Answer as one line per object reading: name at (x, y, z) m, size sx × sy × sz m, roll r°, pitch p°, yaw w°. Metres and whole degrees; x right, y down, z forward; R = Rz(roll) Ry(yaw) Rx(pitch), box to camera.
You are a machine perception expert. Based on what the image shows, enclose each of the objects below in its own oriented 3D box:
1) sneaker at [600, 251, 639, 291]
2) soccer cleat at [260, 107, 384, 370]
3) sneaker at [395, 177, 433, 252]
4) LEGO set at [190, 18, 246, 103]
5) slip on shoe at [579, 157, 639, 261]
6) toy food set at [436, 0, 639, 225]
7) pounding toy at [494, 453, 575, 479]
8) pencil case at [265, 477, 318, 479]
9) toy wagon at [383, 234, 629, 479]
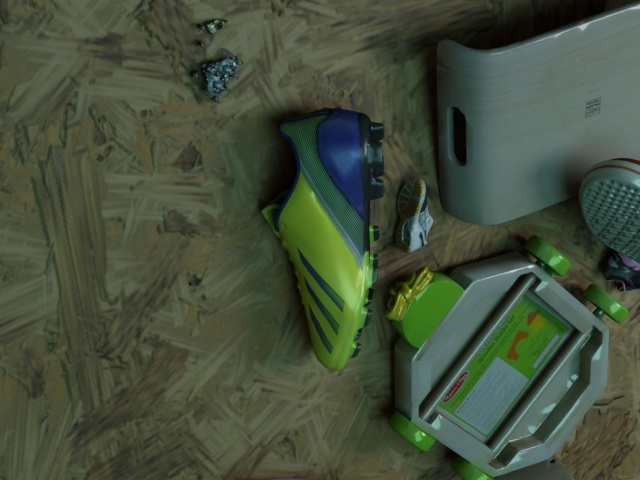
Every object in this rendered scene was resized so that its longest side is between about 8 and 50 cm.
sneaker at (0.372, 0.040, 1.851) m, size 0.119 × 0.047 × 0.057 m, roll 22°, pitch 122°, yaw -35°
soccer cleat at (0.000, -0.001, 1.601) m, size 0.121 × 0.093 × 0.289 m, roll 3°, pitch 119°, yaw 2°
sneaker at (0.101, -0.029, 1.668) m, size 0.037 × 0.032 × 0.083 m, roll -14°, pitch 124°, yaw -39°
LEGO set at (-0.096, -0.165, 1.491) m, size 0.054 × 0.023 × 0.083 m, roll -31°, pitch 124°, yaw -14°
slip on shoe at (0.380, -0.036, 1.741) m, size 0.331 × 0.123 × 0.101 m, roll 23°, pitch 68°, yaw -50°
toy food set at (0.260, -0.160, 1.671) m, size 0.306 × 0.092 × 0.220 m, roll -21°, pitch 133°, yaw -19°
pounding toy at (0.214, 0.375, 1.886) m, size 0.206 × 0.094 × 0.181 m, roll -23°, pitch 127°, yaw -8°
pencil case at (-0.054, 0.448, 1.721) m, size 0.167 × 0.160 × 0.386 m, roll -5°, pitch 116°, yaw -55°
toy wagon at (0.184, 0.120, 1.759) m, size 0.344 × 0.068 × 0.267 m, roll 37°, pitch 91°, yaw -36°
